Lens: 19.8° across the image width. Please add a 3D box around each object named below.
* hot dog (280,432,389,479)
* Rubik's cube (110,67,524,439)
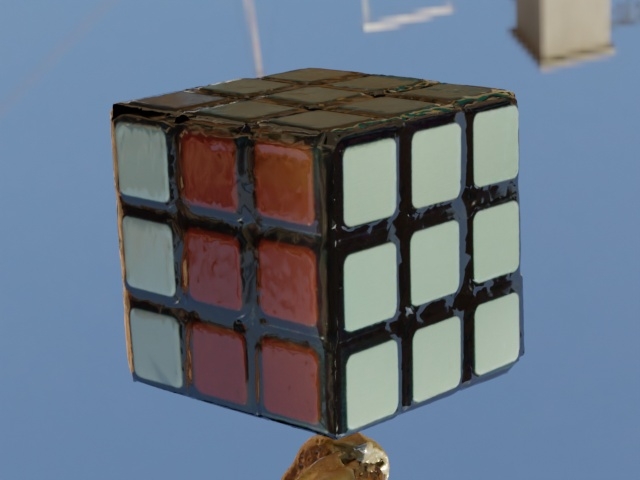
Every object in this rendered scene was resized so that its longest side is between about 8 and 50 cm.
[{"bbox_3d":[-0.025,0.294,1.339,0.100,0.337,0.135,21,-159,-1],"label":"hot dog"},{"bbox_3d":[0.000,0.000,0.982,0.160,0.163,0.162,11,-159,41],"label":"Rubik's cube"}]
